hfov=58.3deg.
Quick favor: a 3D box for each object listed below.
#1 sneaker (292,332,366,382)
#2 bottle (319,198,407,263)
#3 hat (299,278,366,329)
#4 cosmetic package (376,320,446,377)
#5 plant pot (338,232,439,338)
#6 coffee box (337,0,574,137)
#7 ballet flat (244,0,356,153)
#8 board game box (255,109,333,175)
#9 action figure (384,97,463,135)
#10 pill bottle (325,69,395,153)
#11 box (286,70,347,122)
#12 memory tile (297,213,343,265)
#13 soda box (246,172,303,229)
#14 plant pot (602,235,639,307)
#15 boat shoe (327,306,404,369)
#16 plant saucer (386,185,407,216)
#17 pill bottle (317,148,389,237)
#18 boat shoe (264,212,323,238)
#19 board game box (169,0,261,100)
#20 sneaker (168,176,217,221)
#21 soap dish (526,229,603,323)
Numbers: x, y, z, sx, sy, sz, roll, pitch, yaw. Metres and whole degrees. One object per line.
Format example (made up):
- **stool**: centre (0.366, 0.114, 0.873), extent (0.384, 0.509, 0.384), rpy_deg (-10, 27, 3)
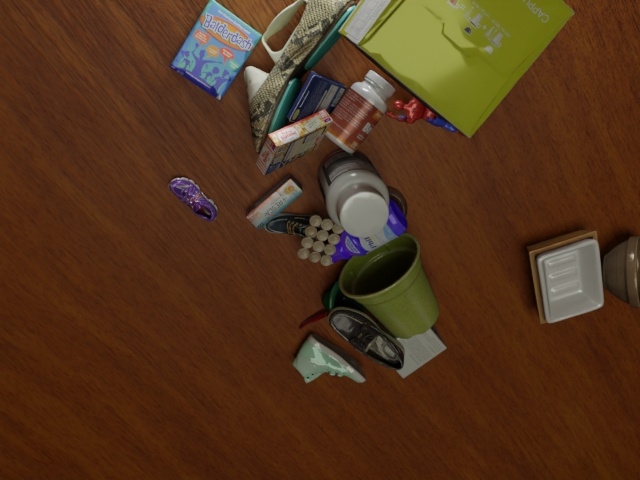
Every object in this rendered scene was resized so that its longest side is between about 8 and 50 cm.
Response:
- **sneaker**: centre (0.025, 0.445, 1.979), extent (0.256, 0.094, 0.151), rpy_deg (36, 100, -10)
- **bottle**: centre (0.123, -0.015, 1.760), extent (0.283, 0.092, 0.118), rpy_deg (-30, 106, 24)
- **hat**: centre (0.030, 0.189, 1.909), extent (0.208, 0.183, 0.173), rpy_deg (-36, 117, -32)
- **cosmetic package**: centre (0.292, 0.327, 1.928), extent (0.183, 0.151, 0.151), rpy_deg (-36, 113, 9)
- **plant pot**: centre (0.237, 0.159, 1.787), extent (0.276, 0.276, 0.254), rpy_deg (-32, 118, 8)
- **coffee box**: centre (0.286, -0.500, 1.322), extent (0.337, 0.334, 0.338), rpy_deg (33, 107, -19)
- **ballet flat**: centre (-0.092, -0.474, 1.539), extent (0.182, 0.164, 0.483), rpy_deg (34, 102, 4)
- **board game box**: centre (-0.071, -0.262, 1.545), extent (0.193, 0.147, 0.045), rpy_deg (-31, 80, -30)
- **action figure**: centre (0.304, -0.373, 1.659), extent (0.280, 0.139, 0.091), rpy_deg (5, 112, -33)
- **pill bottle**: centre (0.108, -0.361, 1.610), extent (0.121, 0.121, 0.216), rpy_deg (34, 104, -19)
- **box**: centre (-0.014, -0.377, 1.547), extent (0.036, 0.225, 0.136), rpy_deg (37, 108, 15)
- **memory tile**: centre (0.000, 0.000, 1.729), extent (0.113, 0.012, 0.148), rpy_deg (16, 109, -14)
- **soda box**: centre (-0.139, -0.117, 1.727), extent (0.183, 0.058, 0.063), rpy_deg (-39, 113, 12)
- **plant pot**: centre (1.008, 0.103, 1.910), extent (0.110, 0.237, 0.237), rpy_deg (0, 121, 36)
- **boat shoe**: centre (0.149, 0.307, 1.785), extent (0.285, 0.092, 0.103), rpy_deg (37, 98, -11)
- **plant saucer**: centre (0.193, -0.088, 1.798), extent (0.168, 0.029, 0.168), rpy_deg (-3, 115, -5)
- **pill bottle**: centre (0.094, -0.132, 1.605), extent (0.176, 0.318, 0.176), rpy_deg (-3, 116, -6)
- **boat shoe**: centre (-0.081, -0.043, 1.753), extent (0.183, 0.083, 0.065), rpy_deg (-4, 114, -5)
- **board game box**: centre (-0.280, -0.509, 1.539), extent (0.160, 0.047, 0.210), rpy_deg (31, 106, -19)
- **sneaker**: centre (-0.371, -0.120, 1.691), extent (0.170, 0.071, 0.068), rpy_deg (39, 105, -20)
- **soap dish**: centre (0.813, 0.116, 1.915), extent (0.229, 0.118, 0.291), rpy_deg (-18, 115, 1)
